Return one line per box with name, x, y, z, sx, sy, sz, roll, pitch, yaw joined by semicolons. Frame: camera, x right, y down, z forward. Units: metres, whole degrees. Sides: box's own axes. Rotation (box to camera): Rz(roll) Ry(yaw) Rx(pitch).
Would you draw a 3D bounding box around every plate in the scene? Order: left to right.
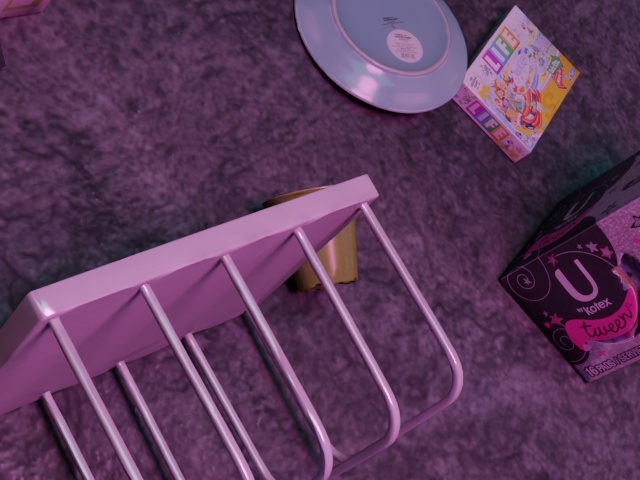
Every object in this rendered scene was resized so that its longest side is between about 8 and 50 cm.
plate;0.065;-0.208;1.193;0.188;0.024;0.188;13;57;-21

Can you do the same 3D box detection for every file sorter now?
file sorter;-0.070;0.105;0.827;0.278;0.193;0.173;-22;77;-41

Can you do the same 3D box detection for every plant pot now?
plant pot;0.000;0.000;1.026;0.083;0.083;0.079;-8;84;-39

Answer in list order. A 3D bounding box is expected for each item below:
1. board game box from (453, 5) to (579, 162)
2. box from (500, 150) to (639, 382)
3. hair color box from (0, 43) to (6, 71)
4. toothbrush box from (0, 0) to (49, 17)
board game box;0.202;-0.165;1.287;0.103;0.026;0.154;44;49;-9
box;0.316;-0.002;1.137;0.142;0.247;0.163;49;48;-3
hair color box;-0.371;-0.117;0.722;0.114;0.185;0.374;19;41;29
toothbrush box;-0.273;-0.331;0.906;0.122;0.206;0.283;-19;79;-41
